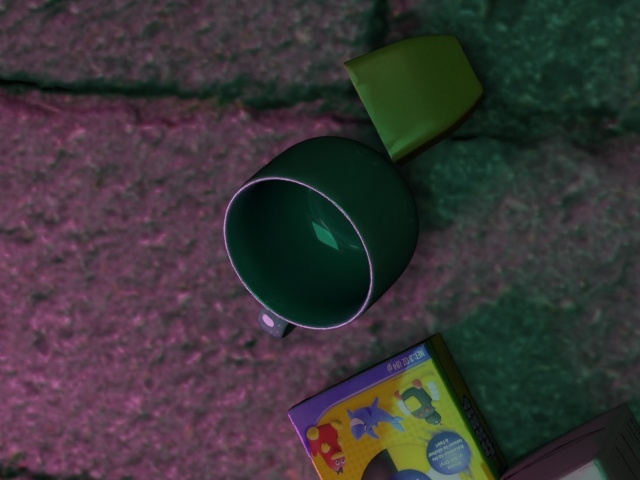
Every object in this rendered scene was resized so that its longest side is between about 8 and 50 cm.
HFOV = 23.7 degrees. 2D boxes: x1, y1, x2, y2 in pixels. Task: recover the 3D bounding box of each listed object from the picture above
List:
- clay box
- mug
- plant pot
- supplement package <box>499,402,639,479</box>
[{"bbox_3d":[0.082,0.198,1.165,0.127,0.053,0.222,-29,86,18],"label":"clay box"},{"bbox_3d":[-0.002,-0.008,1.142,0.158,0.097,0.129,-20,106,43],"label":"mug"},{"bbox_3d":[0.074,-0.110,1.125,0.083,0.081,0.081,-27,87,7],"label":"plant pot"},{"bbox_3d":[0.186,0.198,1.067,0.105,0.179,0.105,-32,86,17],"label":"supplement package"}]
